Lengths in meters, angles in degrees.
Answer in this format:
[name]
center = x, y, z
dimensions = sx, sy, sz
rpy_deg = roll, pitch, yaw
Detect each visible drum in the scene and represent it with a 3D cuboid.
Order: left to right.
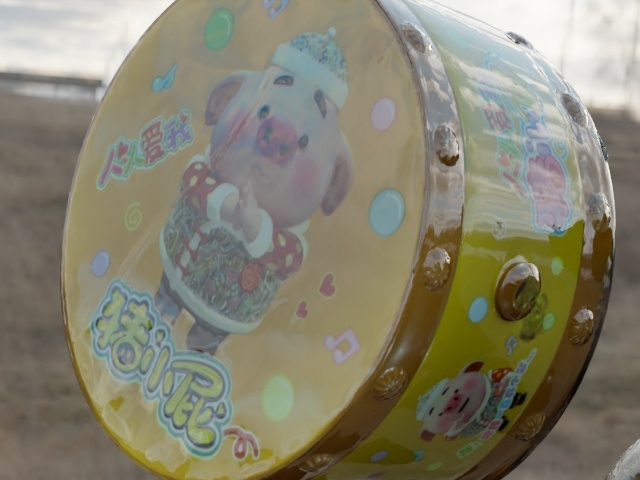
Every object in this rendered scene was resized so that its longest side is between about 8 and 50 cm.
[drum]
center = 0.000, 0.000, 1.356
dimensions = 0.431, 0.431, 0.214
rpy_deg = 8, -4, 45

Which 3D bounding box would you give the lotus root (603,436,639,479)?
[lotus root]
center = 0.317, 0.211, 1.476
dimensions = 0.124, 0.241, 0.123
rpy_deg = 37, 49, 2
